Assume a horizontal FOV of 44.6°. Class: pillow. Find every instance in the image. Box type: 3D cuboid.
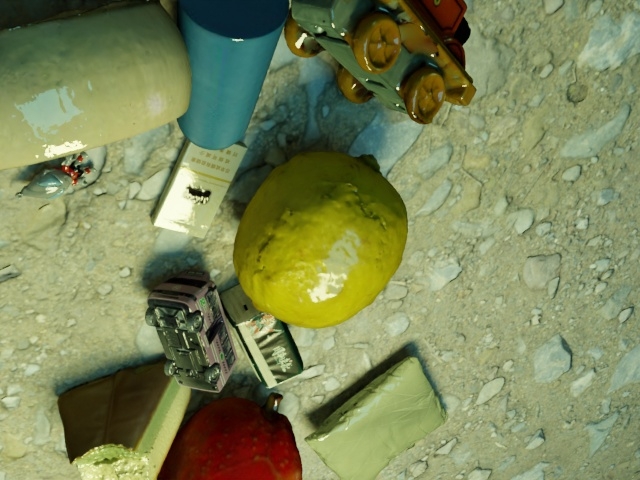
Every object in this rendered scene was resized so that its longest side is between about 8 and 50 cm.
[{"bbox_3d":[0.123,0.387,1.629,0.280,0.076,0.274,-37,136,-7],"label":"pillow"}]

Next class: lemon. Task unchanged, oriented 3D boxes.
[{"bbox_3d":[-0.001,0.002,1.204,0.284,0.260,0.260,-38,130,-5],"label":"lemon"}]

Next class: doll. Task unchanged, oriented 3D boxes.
[{"bbox_3d":[-0.372,-0.083,1.097,0.114,0.039,0.057,-31,172,-16],"label":"doll"}]

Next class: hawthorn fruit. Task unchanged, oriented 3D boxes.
[{"bbox_3d":[-0.153,0.410,1.400,0.265,0.265,0.307,24,88,-36],"label":"hawthorn fruit"}]

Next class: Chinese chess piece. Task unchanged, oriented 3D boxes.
[{"bbox_3d":[-0.314,-0.177,0.875,0.338,0.338,0.140,-18,111,-15],"label":"Chinese chess piece"}]

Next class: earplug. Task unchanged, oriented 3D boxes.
[{"bbox_3d":[-0.132,-0.220,1.027,0.132,0.132,0.273,-10,154,-20],"label":"earplug"}]

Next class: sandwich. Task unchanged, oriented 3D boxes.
[{"bbox_3d":[-0.304,0.309,1.294,0.220,0.186,0.108,-20,129,-15],"label":"sandwich"}]

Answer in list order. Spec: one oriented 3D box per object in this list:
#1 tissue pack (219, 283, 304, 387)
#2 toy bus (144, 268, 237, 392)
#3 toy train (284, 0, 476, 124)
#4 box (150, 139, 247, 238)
[{"bbox_3d":[-0.100,0.161,1.349,0.090,0.103,0.170,-26,128,-10],"label":"tissue pack"},{"bbox_3d":[-0.205,0.149,1.279,0.108,0.096,0.199,-56,144,-47],"label":"toy bus"},{"bbox_3d":[0.091,-0.315,1.063,0.369,0.163,0.232,31,88,-51],"label":"toy train"},{"bbox_3d":[-0.186,-0.086,1.195,0.090,0.024,0.167,16,113,-33],"label":"box"}]
